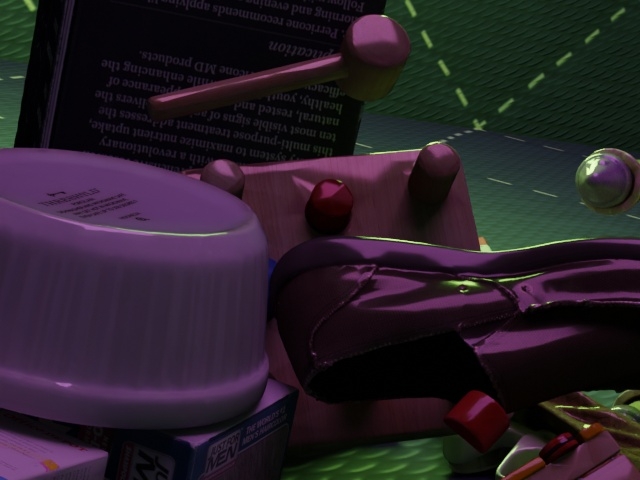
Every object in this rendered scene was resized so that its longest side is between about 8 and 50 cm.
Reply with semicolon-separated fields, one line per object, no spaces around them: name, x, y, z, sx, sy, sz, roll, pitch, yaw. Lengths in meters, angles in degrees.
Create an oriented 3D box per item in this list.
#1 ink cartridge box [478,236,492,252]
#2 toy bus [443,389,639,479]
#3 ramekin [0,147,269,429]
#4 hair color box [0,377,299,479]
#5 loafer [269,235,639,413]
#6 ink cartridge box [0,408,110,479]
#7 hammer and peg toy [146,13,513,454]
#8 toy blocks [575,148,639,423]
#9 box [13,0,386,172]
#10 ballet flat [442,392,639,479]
ink cartridge box;0.112;0.071;1.687;0.159;0.092;0.218;-11;12;2
toy bus;0.138;0.217;1.118;0.202;0.191;0.104;14;-31;2
ramekin;-0.158;0.023;1.150;0.273;0.127;0.273;12;14;-3
hair color box;-0.212;0.120;1.207;0.347;0.105;0.174;17;15;20
loafer;0.143;0.084;1.212;0.366;0.134;0.130;1;51;3
ink cartridge box;-0.207;0.168;1.030;0.092;0.090;0.143;20;13;29
hammer and peg toy;0.000;0.000;1.378;0.266;0.361;0.127;-6;-23;-11
toy blocks;0.351;0.081;1.557;0.309;0.288;0.260;20;10;21
box;-0.147;-0.156;1.670;0.297;0.471;0.480;11;12;-14
ballet flat;0.185;0.178;1.407;0.124;0.116;0.342;-20;32;-30
